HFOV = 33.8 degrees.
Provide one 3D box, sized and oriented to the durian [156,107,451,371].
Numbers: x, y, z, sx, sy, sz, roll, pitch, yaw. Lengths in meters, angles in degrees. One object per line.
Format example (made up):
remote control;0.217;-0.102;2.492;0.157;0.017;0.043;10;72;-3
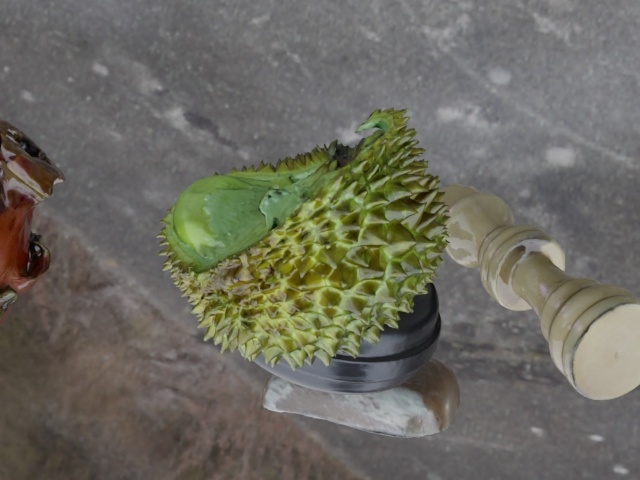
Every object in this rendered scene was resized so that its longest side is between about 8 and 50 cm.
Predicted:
durian;-0.003;0.002;0.863;0.236;0.200;0.176;-29;128;15

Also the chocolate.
chocolate;0.056;0.179;1.395;0.253;0.080;0.157;7;-162;17

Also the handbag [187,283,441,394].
handbag;-0.008;0.049;1.158;0.308;0.253;0.093;34;123;34

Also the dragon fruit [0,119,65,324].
dragon fruit;-0.366;0.015;0.865;0.250;0.250;0.315;28;109;-25

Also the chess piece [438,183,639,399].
chess piece;0.230;0.029;1.223;0.117;0.117;0.397;33;-171;-33
